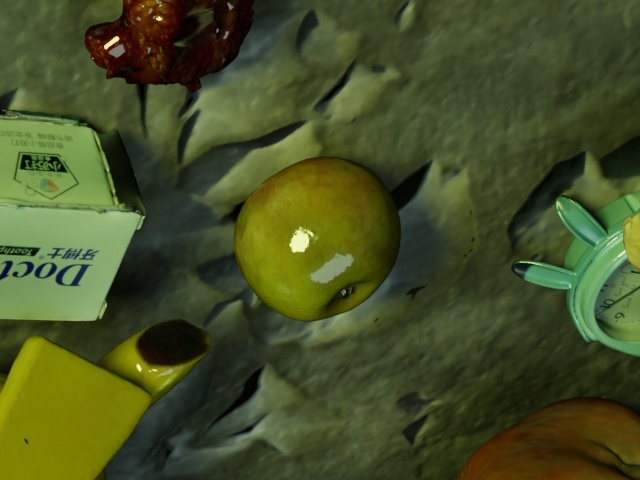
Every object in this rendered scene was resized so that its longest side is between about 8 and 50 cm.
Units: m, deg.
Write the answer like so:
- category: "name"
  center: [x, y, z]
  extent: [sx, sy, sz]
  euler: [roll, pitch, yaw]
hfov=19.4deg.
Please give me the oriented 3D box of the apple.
- category: "apple"
  center: [0.000, 0.000, 0.978]
  extent: [0.089, 0.074, 0.089]
  euler: [-25, 157, -11]

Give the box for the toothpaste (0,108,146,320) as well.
- category: "toothpaste"
  center: [-0.241, -0.017, 0.858]
  extent: [0.313, 0.071, 0.089]
  euler: [3, 134, -27]

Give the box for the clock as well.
- category: "clock"
  center: [0.187, 0.015, 1.097]
  extent: [0.147, 0.045, 0.108]
  euler: [12, 125, -32]

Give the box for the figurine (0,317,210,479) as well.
- category: "figurine"
  center: [-0.208, 0.123, 0.924]
  extent: [0.327, 0.169, 0.218]
  euler: [5, 107, -48]

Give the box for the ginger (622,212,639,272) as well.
- category: "ginger"
  center: [0.283, 0.091, 1.089]
  extent: [0.363, 0.122, 0.348]
  euler: [-35, 127, -51]

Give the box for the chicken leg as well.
- category: "chicken leg"
  center: [-0.065, -0.127, 0.810]
  extent: [0.089, 0.048, 0.219]
  euler: [-26, 156, -13]

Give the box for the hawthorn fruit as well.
- category: "hawthorn fruit"
  center: [0.141, 0.220, 1.177]
  extent: [0.199, 0.199, 0.251]
  euler: [14, 134, -34]
